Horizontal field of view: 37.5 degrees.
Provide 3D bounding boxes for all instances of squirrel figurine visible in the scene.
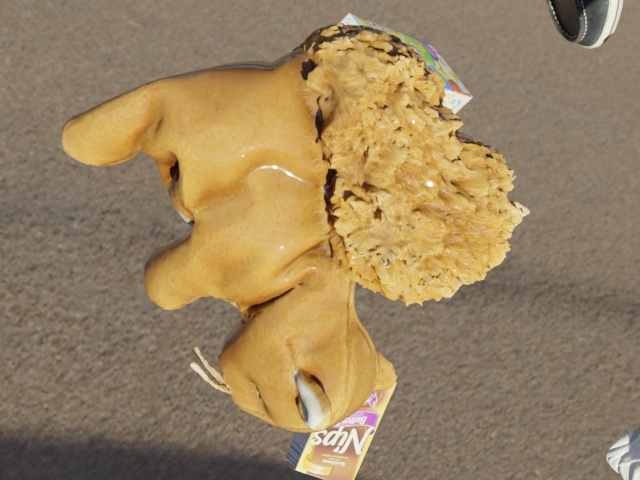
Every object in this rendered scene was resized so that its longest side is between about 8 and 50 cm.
[{"bbox_3d":[0.000,0.000,0.961,0.281,0.397,0.370,-2,73,-66],"label":"squirrel figurine"}]

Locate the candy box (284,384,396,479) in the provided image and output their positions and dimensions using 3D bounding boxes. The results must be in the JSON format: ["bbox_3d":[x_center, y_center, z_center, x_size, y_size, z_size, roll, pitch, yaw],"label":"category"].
[{"bbox_3d":[0.033,0.286,1.495,0.109,0.053,0.186,24,90,-26],"label":"candy box"}]

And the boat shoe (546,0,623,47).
[{"bbox_3d":[0.315,-0.451,1.353,0.156,0.500,0.187,-34,52,3],"label":"boat shoe"}]

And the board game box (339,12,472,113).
[{"bbox_3d":[0.116,-0.274,1.651,0.275,0.144,0.142,2,50,-54],"label":"board game box"}]

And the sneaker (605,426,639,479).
[{"bbox_3d":[0.571,0.330,1.533,0.090,0.232,0.115,3,40,-29],"label":"sneaker"}]
